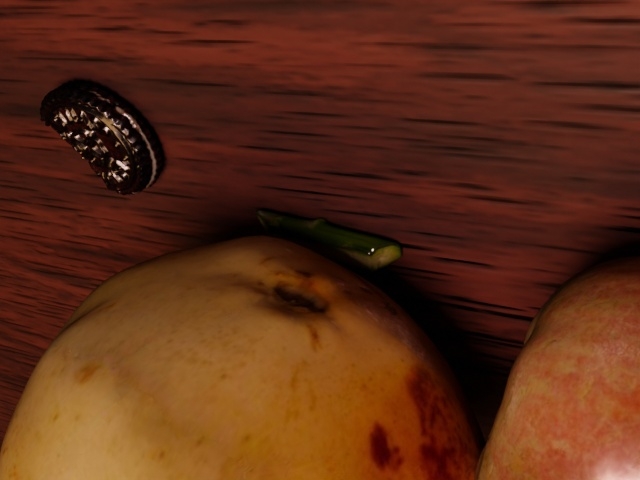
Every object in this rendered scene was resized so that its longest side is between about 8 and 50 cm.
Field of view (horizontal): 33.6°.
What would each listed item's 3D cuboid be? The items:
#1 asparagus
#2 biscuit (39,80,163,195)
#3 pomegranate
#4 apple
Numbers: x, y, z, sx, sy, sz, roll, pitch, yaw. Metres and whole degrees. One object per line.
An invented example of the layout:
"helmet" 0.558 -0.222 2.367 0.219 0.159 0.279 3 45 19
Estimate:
"asparagus" 0.000 -0.001 0.675 0.108 0.021 0.025 16 141 27
"biscuit" -0.148 -0.070 0.716 0.089 0.027 0.087 13 138 29
"pomegranate" -0.051 0.162 0.636 0.319 0.319 0.319 23 143 18
"apple" 0.169 0.103 0.507 0.174 0.188 0.188 19 143 10
